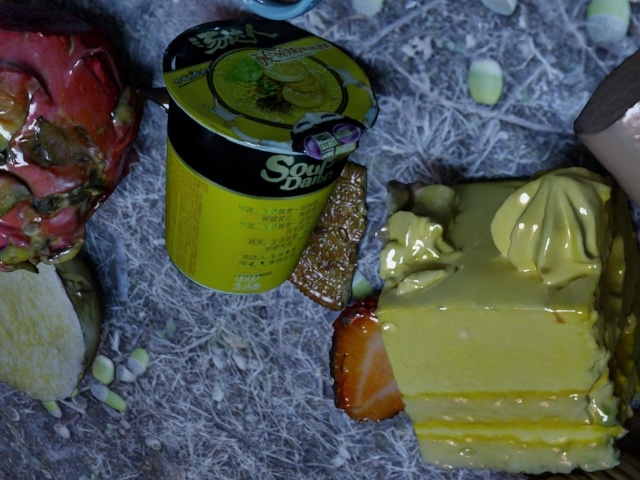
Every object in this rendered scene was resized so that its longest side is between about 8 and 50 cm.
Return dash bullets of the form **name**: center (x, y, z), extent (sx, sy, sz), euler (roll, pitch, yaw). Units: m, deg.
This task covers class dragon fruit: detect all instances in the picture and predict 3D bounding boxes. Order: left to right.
- **dragon fruit**: center (-0.320, -0.102, 1.143), extent (0.250, 0.269, 0.291), euler (31, 117, 49)

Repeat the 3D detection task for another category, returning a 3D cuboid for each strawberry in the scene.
- **strawberry**: center (0.080, 0.128, 1.221), extent (0.140, 0.085, 0.192), euler (4, 125, 23)

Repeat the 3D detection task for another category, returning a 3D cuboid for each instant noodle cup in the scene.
- **instant noodle cup**: center (-0.069, -0.074, 1.075), extent (0.215, 0.215, 0.236), euler (25, 132, 9)

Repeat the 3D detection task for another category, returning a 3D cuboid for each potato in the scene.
- **potato**: center (-0.386, 0.065, 1.397), extent (0.299, 0.116, 0.239), euler (31, 126, 18)

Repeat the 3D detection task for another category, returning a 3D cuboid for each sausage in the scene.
- **sausage**: center (0.349, -0.049, 0.938), extent (0.253, 0.123, 0.123), euler (45, 130, -10)

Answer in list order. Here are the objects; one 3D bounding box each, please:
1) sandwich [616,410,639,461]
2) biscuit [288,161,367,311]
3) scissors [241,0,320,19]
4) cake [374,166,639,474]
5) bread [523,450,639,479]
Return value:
- **sandwich**: center (0.352, 0.251, 1.158), extent (0.184, 0.109, 0.160), euler (28, 133, 6)
- **biscuit**: center (-0.010, -0.009, 1.209), extent (0.126, 0.025, 0.206), euler (18, 128, 15)
- **scissors**: center (0.059, -0.289, 0.971), extent (0.393, 0.032, 0.180), euler (6, 125, 24)
- **cake**: center (0.191, 0.051, 1.025), extent (0.227, 0.222, 0.286), euler (-5, 120, 27)
- **bread**: center (0.227, 0.302, 1.035), extent (0.274, 0.274, 0.149), euler (-31, 74, 39)
